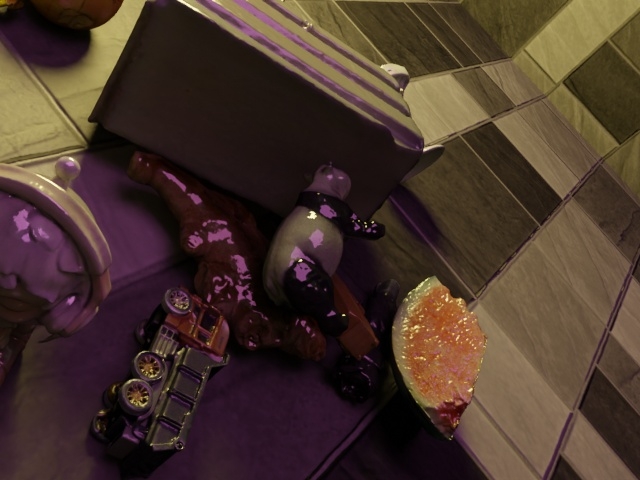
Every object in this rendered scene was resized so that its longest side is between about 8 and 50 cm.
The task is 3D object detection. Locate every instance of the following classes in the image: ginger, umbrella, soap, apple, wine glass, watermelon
[{"bbox_3d":[-0.114,0.026,0.838,0.333,0.080,0.166,52,24,13],"label":"ginger"},{"bbox_3d":[0.075,0.132,0.938,0.066,0.059,0.236,61,29,-19],"label":"umbrella"},{"bbox_3d":[-0.075,-0.212,0.965,0.434,0.213,0.350,26,27,-24],"label":"soap"},{"bbox_3d":[-0.361,-0.380,0.960,0.146,0.146,0.147,27,39,-24],"label":"apple"},{"bbox_3d":[0.142,-0.226,1.285,0.164,0.165,0.197,-18,73,-52],"label":"wine glass"},{"bbox_3d":[0.149,0.183,0.918,0.128,0.146,0.231,18,49,13],"label":"watermelon"}]

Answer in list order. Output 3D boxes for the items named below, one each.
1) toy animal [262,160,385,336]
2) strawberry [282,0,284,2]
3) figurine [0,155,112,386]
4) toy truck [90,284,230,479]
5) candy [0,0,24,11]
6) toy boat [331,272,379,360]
[{"bbox_3d":[0.000,0.000,0.808,0.121,0.093,0.225,40,57,-27],"label":"toy animal"},{"bbox_3d":[-0.106,-0.377,1.213,0.131,0.131,0.148,31,39,-19],"label":"strawberry"},{"bbox_3d":[-0.268,0.030,0.546,0.162,0.237,0.141,40,28,-12],"label":"figurine"},{"bbox_3d":[-0.158,0.142,0.668,0.092,0.083,0.192,33,38,-17],"label":"toy truck"},{"bbox_3d":[-0.490,-0.291,0.776,0.187,0.081,0.297,32,26,-18],"label":"candy"},{"bbox_3d":[0.016,0.081,0.890,0.077,0.057,0.200,44,6,-47],"label":"toy boat"}]
